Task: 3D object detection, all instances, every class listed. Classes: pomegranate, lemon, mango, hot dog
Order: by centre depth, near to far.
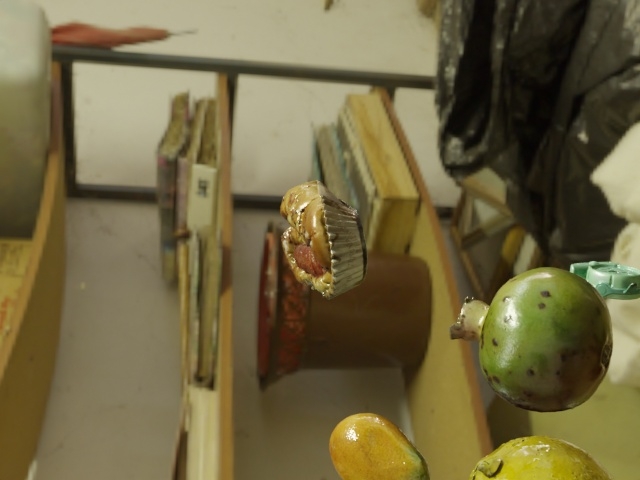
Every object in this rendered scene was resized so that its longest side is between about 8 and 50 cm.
[{"bbox_3d":[0.188,0.085,0.818,0.130,0.130,0.130,-178,90,-81],"label":"pomegranate"},{"bbox_3d":[0.247,0.302,1.036,0.173,0.206,0.174,-30,47,39],"label":"lemon"},{"bbox_3d":[0.000,0.000,1.065,0.252,0.069,0.131,-149,50,-79],"label":"hot dog"},{"bbox_3d":[0.082,0.308,1.325,0.165,0.089,0.115,36,121,33],"label":"mango"}]

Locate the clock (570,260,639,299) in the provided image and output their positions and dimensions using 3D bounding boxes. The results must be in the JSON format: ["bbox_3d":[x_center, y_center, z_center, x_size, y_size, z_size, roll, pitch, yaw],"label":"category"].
[{"bbox_3d":[0.470,0.065,1.517,0.135,0.101,0.041,-156,66,-63],"label":"clock"}]
